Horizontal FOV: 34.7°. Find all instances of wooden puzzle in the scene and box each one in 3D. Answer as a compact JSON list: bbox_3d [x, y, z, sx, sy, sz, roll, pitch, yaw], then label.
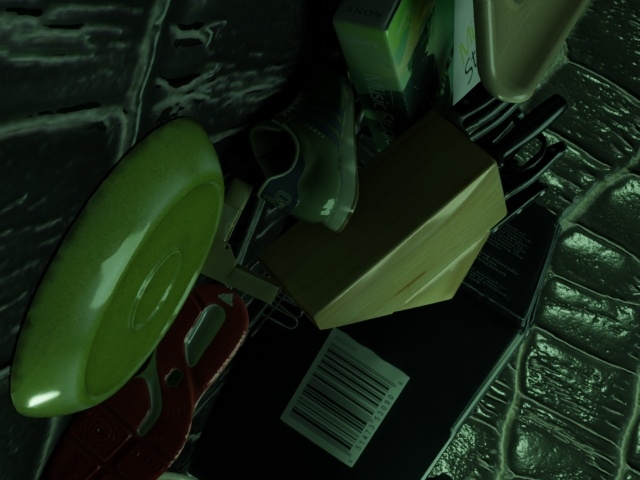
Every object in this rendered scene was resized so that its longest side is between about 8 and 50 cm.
[{"bbox_3d":[0.166,-0.341,0.878,0.322,0.080,0.348,-54,139,-44],"label":"wooden puzzle"}]

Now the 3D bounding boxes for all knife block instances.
[{"bbox_3d":[0.102,-0.054,0.921,0.275,0.088,0.242,-9,133,-44],"label":"knife block"}]

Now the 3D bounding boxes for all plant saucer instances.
[{"bbox_3d":[-0.131,0.028,0.731,0.241,0.037,0.241,-59,170,-16],"label":"plant saucer"}]

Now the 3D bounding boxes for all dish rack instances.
[{"bbox_3d":[0.000,0.000,1.103,0.208,0.074,0.271,-54,-174,30],"label":"dish rack"}]

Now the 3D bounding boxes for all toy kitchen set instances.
[{"bbox_3d":[-0.060,-0.001,0.875,0.068,0.075,0.083,-159,-86,-84],"label":"toy kitchen set"}]

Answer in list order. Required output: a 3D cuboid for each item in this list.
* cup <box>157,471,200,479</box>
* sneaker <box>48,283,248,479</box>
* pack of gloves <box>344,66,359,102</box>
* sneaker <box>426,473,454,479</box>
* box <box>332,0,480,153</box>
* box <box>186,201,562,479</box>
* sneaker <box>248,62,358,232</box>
[{"bbox_3d":[-0.172,0.435,1.019,0.237,0.331,0.331,-38,177,15],"label":"cup"},{"bbox_3d":[-0.139,0.140,0.884,0.221,0.087,0.128,-48,178,-10],"label":"sneaker"},{"bbox_3d":[0.035,-0.134,1.059,0.195,0.046,0.232,-67,-178,-62],"label":"pack of gloves"},{"bbox_3d":[0.174,0.420,1.425,0.114,0.152,0.305,-52,170,-27],"label":"sneaker"},{"bbox_3d":[0.112,-0.194,0.999,0.232,0.058,0.322,-66,154,-21],"label":"box"},{"bbox_3d":[0.100,0.150,1.533,0.480,0.297,0.472,-61,171,23],"label":"box"},{"bbox_3d":[-0.019,-0.095,0.891,0.064,0.086,0.192,124,-28,-42],"label":"sneaker"}]
